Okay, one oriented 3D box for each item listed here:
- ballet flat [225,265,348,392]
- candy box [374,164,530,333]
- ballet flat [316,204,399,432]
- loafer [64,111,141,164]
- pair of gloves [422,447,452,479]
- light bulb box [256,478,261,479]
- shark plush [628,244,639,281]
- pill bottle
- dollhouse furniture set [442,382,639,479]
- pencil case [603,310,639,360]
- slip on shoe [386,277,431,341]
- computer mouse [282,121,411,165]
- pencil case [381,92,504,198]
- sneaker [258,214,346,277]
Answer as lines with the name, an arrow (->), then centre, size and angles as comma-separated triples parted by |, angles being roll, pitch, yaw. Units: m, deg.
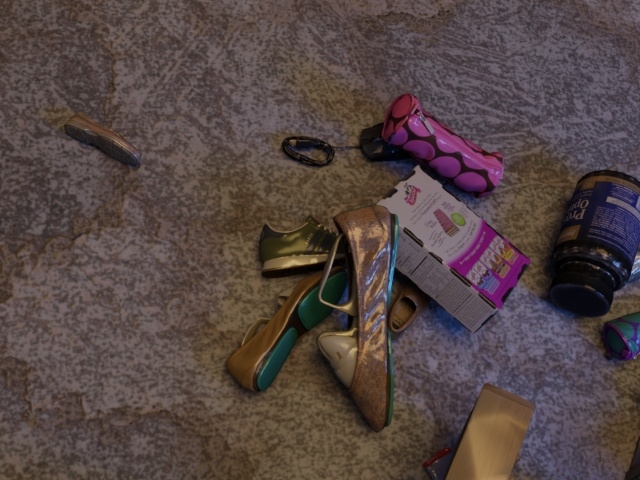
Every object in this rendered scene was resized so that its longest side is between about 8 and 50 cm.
ballet flat -> -0.050, 0.111, 1.186 | 0.073, 0.080, 0.232 | 23, 56, 31
candy box -> 0.187, 0.009, 1.257 | 0.233, 0.071, 0.159 | 42, 40, 6
ballet flat -> 0.047, 0.108, 1.161 | 0.106, 0.107, 0.316 | 2, 86, -10
loafer -> -0.323, -0.158, 1.254 | 0.125, 0.045, 0.039 | 25, 57, 1
pair of gloves -> 0.149, 0.387, 1.139 | 0.198, 0.023, 0.159 | -22, 72, -22
light bulb box -> -0.001, 0.461, 0.881 | 0.358, 0.361, 0.225 | 31, 63, 1
shark plush -> 0.555, 0.041, 1.388 | 0.161, 0.073, 0.067 | 4, 85, -34
pill bottle -> 0.439, 0.006, 1.318 | 0.122, 0.123, 0.219 | 28, 63, -1
dollhouse furniture set -> 0.326, 0.385, 0.998 | 0.394, 0.362, 0.256 | 23, 63, 13
pencil case -> 0.520, 0.142, 1.311 | 0.151, 0.064, 0.070 | -15, 58, -19
slip on shoe -> 0.134, 0.093, 1.252 | 0.051, 0.041, 0.135 | 39, 64, 5
computer mouse -> 0.058, -0.161, 1.346 | 0.242, 0.041, 0.071 | -7, 70, -16
pencil case -> 0.197, -0.146, 1.312 | 0.209, 0.098, 0.095 | 28, 66, -21
sneaker -> 0.000, 0.000, 1.247 | 0.192, 0.064, 0.086 | -7, 72, -14
